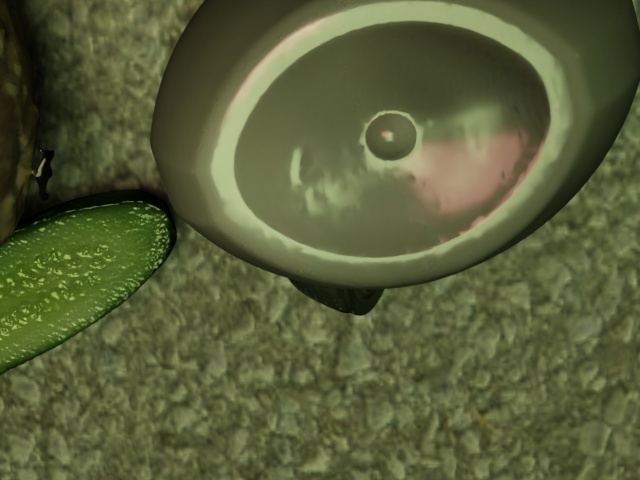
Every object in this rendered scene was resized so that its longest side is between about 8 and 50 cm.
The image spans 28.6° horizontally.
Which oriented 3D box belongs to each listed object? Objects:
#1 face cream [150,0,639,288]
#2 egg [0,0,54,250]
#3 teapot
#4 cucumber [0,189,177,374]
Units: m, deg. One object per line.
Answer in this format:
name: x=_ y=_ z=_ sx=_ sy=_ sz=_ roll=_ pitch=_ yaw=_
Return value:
face cream: x=0.047 y=-0.103 z=0.823 sx=0.312 sy=0.357 sz=0.219 roll=-17 pitch=105 yaw=8
egg: x=-0.347 y=-0.076 z=0.942 sx=0.279 sy=0.279 sz=0.310 roll=25 pitch=87 yaw=-4
teapot: x=0.004 y=-0.004 z=1.018 sx=0.091 sy=0.092 sz=0.124 roll=11 pitch=128 yaw=24
cucumber: x=-0.227 y=0.026 z=1.069 sx=0.244 sy=0.063 sz=0.115 roll=-24 pitch=114 yaw=14
